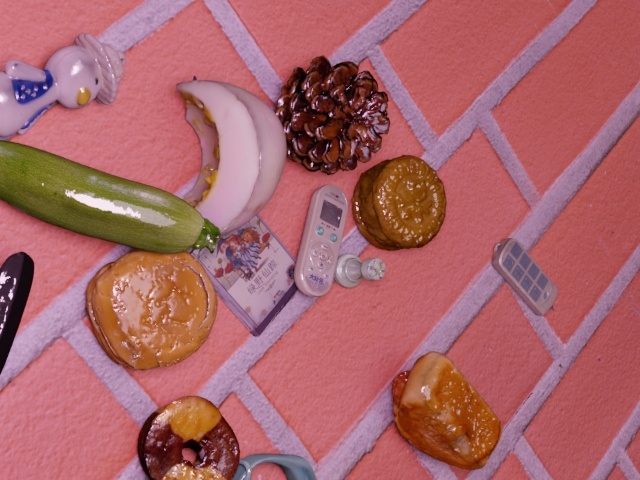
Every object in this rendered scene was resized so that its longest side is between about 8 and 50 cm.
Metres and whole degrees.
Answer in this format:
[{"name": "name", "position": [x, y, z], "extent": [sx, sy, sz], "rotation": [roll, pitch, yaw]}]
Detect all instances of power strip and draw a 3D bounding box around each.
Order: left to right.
[{"name": "power strip", "position": [0.458, 0.084, 2.086], "extent": [0.227, 0.029, 0.080], "rotation": [45, 64, -24]}]

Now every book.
[{"name": "book", "position": [-0.135, 0.037, 1.679], "extent": [0.231, 0.026, 0.157], "rotation": [51, 61, -22]}]

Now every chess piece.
[{"name": "chess piece", "position": [0.076, 0.056, 1.777], "extent": [0.067, 0.103, 0.067], "rotation": [3, 85, -35]}]

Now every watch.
[{"name": "watch", "position": [-0.086, 0.480, 1.666], "extent": [0.195, 0.068, 0.237], "rotation": [-23, 104, -31]}]

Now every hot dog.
[{"name": "hot dog", "position": [0.229, 0.330, 1.839], "extent": [0.256, 0.153, 0.150], "rotation": [50, 58, -24]}]

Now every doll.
[{"name": "doll", "position": [-0.423, -0.232, 1.441], "extent": [0.293, 0.119, 0.138], "rotation": [-29, 146, -32]}]

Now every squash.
[{"name": "squash", "position": [-0.341, -0.057, 1.448], "extent": [0.395, 0.107, 0.107], "rotation": [19, 76, -16]}]

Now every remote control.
[{"name": "remote control", "position": [0.000, 0.000, 1.752], "extent": [0.078, 0.042, 0.221], "rotation": [26, 64, -32]}]

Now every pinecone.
[{"name": "pinecone", "position": [0.029, -0.221, 1.701], "extent": [0.222, 0.221, 0.221], "rotation": [2, 86, -35]}]

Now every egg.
[{"name": "egg", "position": [-0.140, -0.137, 1.589], "extent": [0.162, 0.207, 0.270], "rotation": [-5, 92, -59]}]

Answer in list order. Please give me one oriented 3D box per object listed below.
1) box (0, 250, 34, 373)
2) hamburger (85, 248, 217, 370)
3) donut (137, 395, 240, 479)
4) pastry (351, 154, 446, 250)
[{"name": "box", "position": [-0.459, 0.119, 1.355], "extent": [0.042, 0.201, 0.212], "rotation": [17, 79, -10]}, {"name": "hamburger", "position": [-0.272, 0.104, 1.536], "extent": [0.214, 0.108, 0.213], "rotation": [0, 89, -30]}, {"name": "donut", "position": [-0.225, 0.347, 1.569], "extent": [0.184, 0.073, 0.166], "rotation": [45, 63, -25]}, {"name": "pastry", "position": [0.156, -0.070, 1.840], "extent": [0.189, 0.103, 0.188], "rotation": [2, 87, -35]}]
